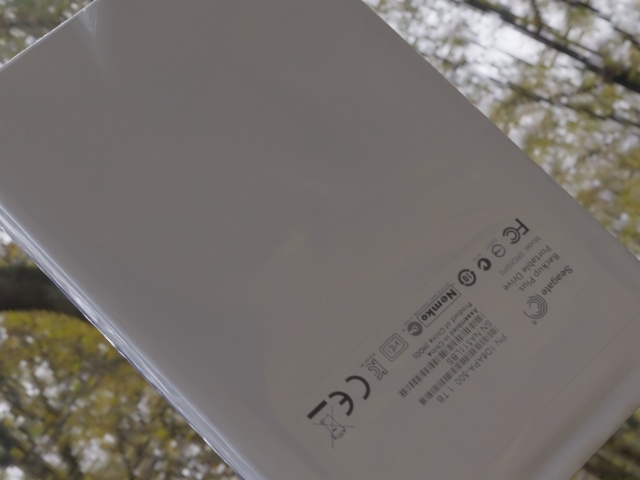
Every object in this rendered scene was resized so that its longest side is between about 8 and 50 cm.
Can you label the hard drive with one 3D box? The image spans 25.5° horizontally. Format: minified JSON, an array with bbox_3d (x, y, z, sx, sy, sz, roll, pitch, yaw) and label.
[{"bbox_3d":[0.000,0.000,0.674,0.210,0.319,0.040,-41,-12,-23],"label":"hard drive"}]
